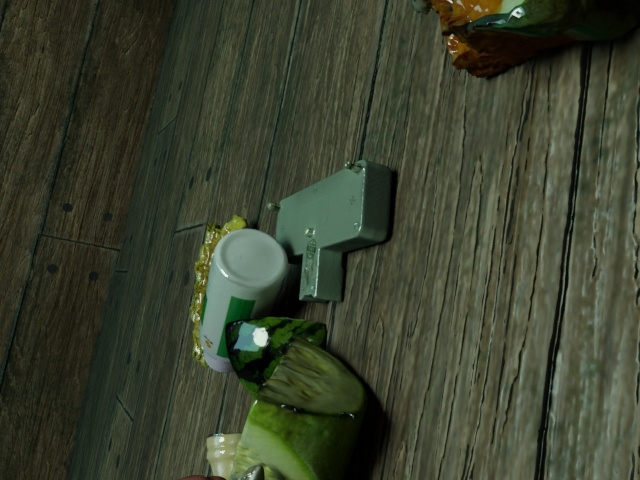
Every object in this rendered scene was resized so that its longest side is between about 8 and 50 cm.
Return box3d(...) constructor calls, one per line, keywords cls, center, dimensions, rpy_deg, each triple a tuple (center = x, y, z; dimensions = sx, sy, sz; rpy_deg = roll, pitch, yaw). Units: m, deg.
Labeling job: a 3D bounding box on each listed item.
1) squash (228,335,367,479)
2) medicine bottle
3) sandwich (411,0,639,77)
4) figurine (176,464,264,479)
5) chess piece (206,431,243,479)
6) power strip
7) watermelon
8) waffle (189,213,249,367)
box3d(cls="squash", center=(-0.046, 0.258, 0.552), dimensions=(0.203, 0.111, 0.288), rpy_deg=(-43, -24, -80))
box3d(cls="medicine bottle", center=(-0.114, 0.096, 0.746), dimensions=(0.260, 0.095, 0.095), rpy_deg=(114, 155, -48))
box3d(cls="sandwich", center=(0.155, -0.242, 0.435), dimensions=(0.212, 0.109, 0.292), rpy_deg=(124, 150, -45))
box3d(cls="figurine", center=(-0.071, 0.271, 0.457), dimensions=(0.387, 0.207, 0.166), rpy_deg=(1, 79, 40))
box3d(cls="chess piece", center=(-0.118, 0.319, 0.721), dimensions=(0.066, 0.066, 0.122), rpy_deg=(-38, 49, 50))
box3d(cls="power strip", center=(0.000, 0.000, 0.654), dimensions=(0.216, 0.061, 0.145), rpy_deg=(-20, 64, 59))
box3d(cls="watermelon", center=(-0.052, 0.155, 0.684), dimensions=(0.094, 0.125, 0.135), rpy_deg=(-58, -35, -83))
box3d(cls="waffle", center=(-0.178, 0.070, 0.968), dimensions=(0.291, 0.051, 0.291), rpy_deg=(-39, 44, 51))
